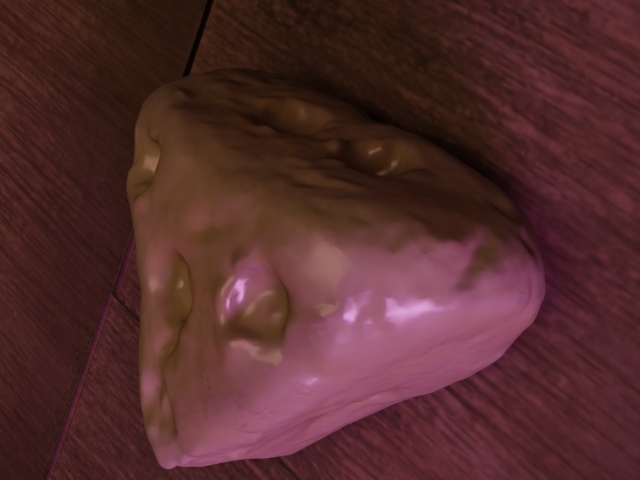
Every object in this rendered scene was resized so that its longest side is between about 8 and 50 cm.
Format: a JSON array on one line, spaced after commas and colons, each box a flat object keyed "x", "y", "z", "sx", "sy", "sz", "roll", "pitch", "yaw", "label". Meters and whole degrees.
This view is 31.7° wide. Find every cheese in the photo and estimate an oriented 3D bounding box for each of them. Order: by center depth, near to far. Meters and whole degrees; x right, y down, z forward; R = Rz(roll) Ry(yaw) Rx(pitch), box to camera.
[{"x": -0.001, "y": 0.000, "z": 0.662, "sx": 0.248, "sy": 0.174, "sz": 0.251, "roll": -15, "pitch": 80, "yaw": 43, "label": "cheese"}]
